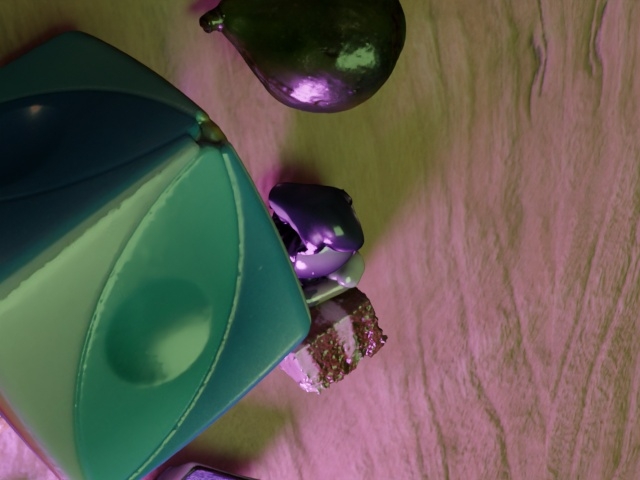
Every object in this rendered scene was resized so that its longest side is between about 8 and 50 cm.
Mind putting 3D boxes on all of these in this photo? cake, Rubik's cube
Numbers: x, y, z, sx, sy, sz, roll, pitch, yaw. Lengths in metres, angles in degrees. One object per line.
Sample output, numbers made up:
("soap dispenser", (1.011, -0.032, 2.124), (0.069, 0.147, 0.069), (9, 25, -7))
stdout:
("cake", (-0.004, 0.132, 2.193), (0.147, 0.134, 0.135), (-41, 141, -17))
("Rubik's cube", (-0.259, 0.021, 1.633), (0.351, 0.352, 0.347), (-40, 134, -16))

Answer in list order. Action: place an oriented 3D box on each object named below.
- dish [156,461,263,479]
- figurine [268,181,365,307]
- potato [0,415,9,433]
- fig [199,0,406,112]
("dish", (-0.192, 0.414, 2.317), (0.182, 0.080, 0.243), (-53, 141, 9))
("figurine", (0.000, 0.000, 2.067), (0.145, 0.145, 0.222), (-39, 147, -8))
("potato", (-0.413, 0.176, 1.865), (0.178, 0.109, 0.118), (-49, 121, -7))
("fig", (-0.020, -0.254, 1.790), (0.245, 0.195, 0.195), (20, 112, -20))
